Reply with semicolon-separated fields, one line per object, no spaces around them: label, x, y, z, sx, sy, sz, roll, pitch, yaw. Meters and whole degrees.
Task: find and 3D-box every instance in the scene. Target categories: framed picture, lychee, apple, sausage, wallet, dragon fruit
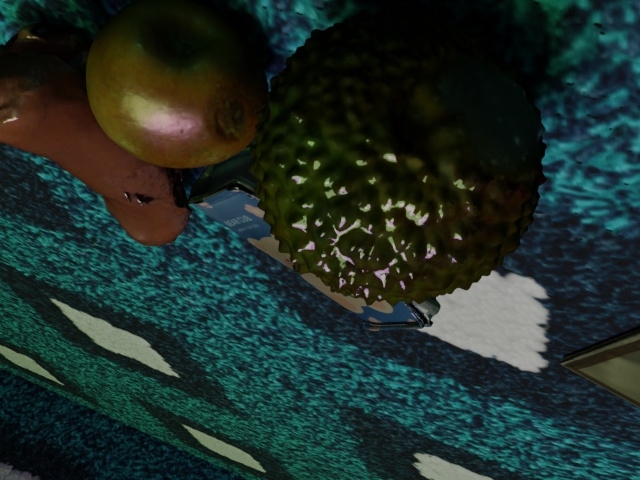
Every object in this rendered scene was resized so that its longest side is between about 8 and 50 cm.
framed picture;0.327;0.135;0.730;0.231;0.010;0.173;29;158;-4
lychee;0.036;-0.038;0.490;0.171;0.171;0.171;23;158;10
apple;-0.090;-0.098;0.577;0.114;0.099;0.102;27;156;8
sausage;-0.161;-0.064;0.707;0.079;0.087;0.326;56;180;17
wallet;0.001;0.000;0.742;0.202;0.059;0.141;36;163;-16
dragon fruit;-0.213;-0.132;0.698;0.060;0.056;0.083;26;154;-1
